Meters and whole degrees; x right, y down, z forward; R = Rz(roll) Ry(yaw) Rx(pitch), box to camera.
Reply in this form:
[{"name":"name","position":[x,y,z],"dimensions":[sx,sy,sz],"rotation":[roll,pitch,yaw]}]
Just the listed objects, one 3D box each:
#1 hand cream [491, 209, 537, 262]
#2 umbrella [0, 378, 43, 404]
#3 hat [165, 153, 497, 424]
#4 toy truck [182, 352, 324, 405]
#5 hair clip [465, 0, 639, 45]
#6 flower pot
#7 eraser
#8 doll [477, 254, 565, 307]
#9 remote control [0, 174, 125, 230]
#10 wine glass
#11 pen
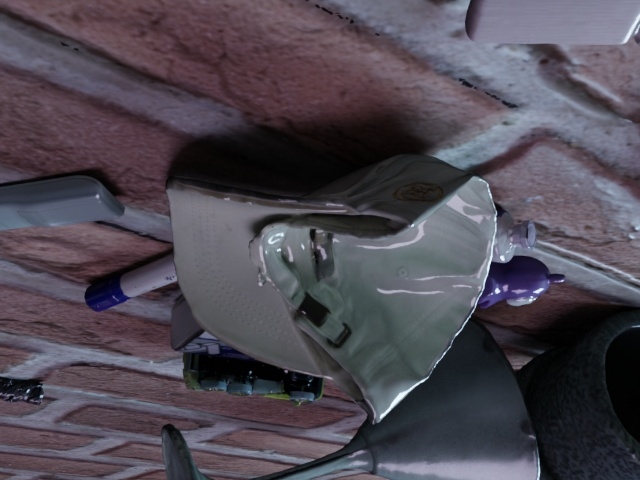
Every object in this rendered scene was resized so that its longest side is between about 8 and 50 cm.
[{"name":"hand cream","position":[0.150,-0.004,0.991],"dimensions":[0.142,0.053,0.084],"rotation":[0,160,33]},{"name":"umbrella","position":[-0.480,0.219,1.415],"dimensions":[0.143,0.040,0.037],"rotation":[11,161,-25]},{"name":"hat","position":[0.002,0.005,0.899],"dimensions":[0.301,0.168,0.258],"rotation":[17,133,12]},{"name":"toy truck","position":[-0.098,0.173,1.300],"dimensions":[0.191,0.085,0.116],"rotation":[11,162,-26]},{"name":"hair clip","position":[0.250,-0.164,0.575],"dimensions":[0.330,0.101,0.085],"rotation":[-1,160,-1]},{"name":"flower pot","position":[0.409,0.256,1.335],"dimensions":[0.299,0.299,0.283],"rotation":[7,146,-21]},{"name":"eraser","position":[-0.061,0.102,1.165],"dimensions":[0.210,0.068,0.124],"rotation":[11,150,-31]},{"name":"doll","position":[0.161,0.041,1.048],"dimensions":[0.205,0.067,0.110],"rotation":[0,-172,23]},{"name":"remote control","position":[-0.266,-0.029,0.894],"dimensions":[0.162,0.029,0.061],"rotation":[-8,154,12]},{"name":"wine glass","position":[0.026,0.265,1.181],"dimensions":[0.405,0.267,0.267],"rotation":[-13,159,-18]},{"name":"pen","position":[-0.154,0.028,1.033],"dimensions":[0.269,0.033,0.033],"rotation":[-20,151,33]}]
